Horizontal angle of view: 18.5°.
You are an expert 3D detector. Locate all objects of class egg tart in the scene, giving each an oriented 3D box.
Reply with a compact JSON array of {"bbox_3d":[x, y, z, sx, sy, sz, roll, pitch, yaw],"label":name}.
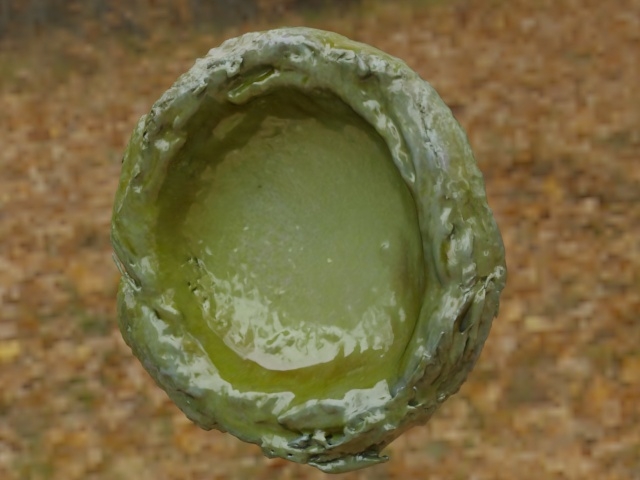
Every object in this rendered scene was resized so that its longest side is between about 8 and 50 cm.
[{"bbox_3d":[0.000,0.000,0.877,0.197,0.197,0.078,1,9,24],"label":"egg tart"}]
